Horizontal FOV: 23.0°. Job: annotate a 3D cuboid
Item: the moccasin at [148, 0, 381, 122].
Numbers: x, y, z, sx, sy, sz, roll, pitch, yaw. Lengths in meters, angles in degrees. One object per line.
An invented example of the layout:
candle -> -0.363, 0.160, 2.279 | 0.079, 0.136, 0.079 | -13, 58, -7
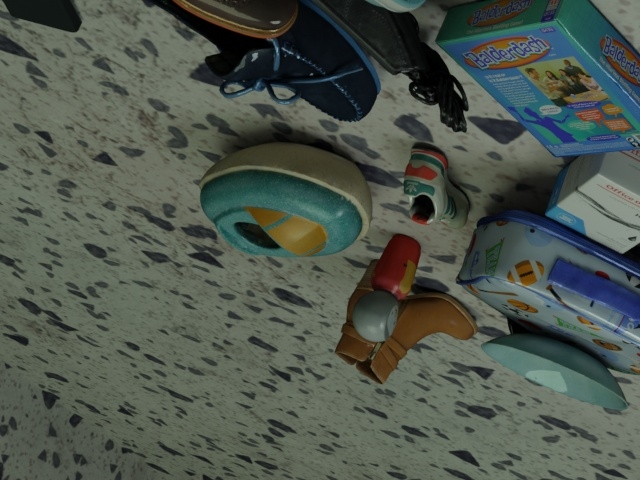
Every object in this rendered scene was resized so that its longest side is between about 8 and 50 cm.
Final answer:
moccasin -> -0.085, -0.215, 1.660 | 0.342, 0.117, 0.137 | 35, 156, -26

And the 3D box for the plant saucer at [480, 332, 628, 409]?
plant saucer -> 0.294, 0.153, 1.940 | 0.195, 0.037, 0.195 | 24, 170, 4

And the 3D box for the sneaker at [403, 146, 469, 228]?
sneaker -> 0.132, -0.044, 1.894 | 0.057, 0.075, 0.161 | 12, 155, 26

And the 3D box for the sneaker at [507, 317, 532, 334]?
sneaker -> 0.279, 0.120, 2.096 | 0.084, 0.097, 0.235 | 15, 157, 22

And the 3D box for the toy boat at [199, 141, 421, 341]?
toy boat -> 0.000, 0.000, 2.030 | 0.318, 0.148, 0.267 | 35, 155, -27

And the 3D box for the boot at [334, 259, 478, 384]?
boot -> 0.118, 0.137, 2.219 | 0.197, 0.152, 0.073 | 29, 158, -13

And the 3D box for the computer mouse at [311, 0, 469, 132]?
computer mouse -> 0.049, -0.230, 1.521 | 0.272, 0.072, 0.188 | 40, -169, -24

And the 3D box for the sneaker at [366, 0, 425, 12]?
sneaker -> -0.049, -0.316, 1.390 | 0.208, 0.127, 0.319 | -7, 134, 48

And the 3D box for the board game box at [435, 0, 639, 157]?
board game box -> 0.239, -0.162, 1.553 | 0.160, 0.047, 0.210 | -2, 147, 49

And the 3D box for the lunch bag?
lunch bag -> 0.321, 0.066, 1.859 | 0.303, 0.115, 0.243 | 25, 172, -6

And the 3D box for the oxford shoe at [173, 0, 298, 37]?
oxford shoe -> -0.124, -0.293, 1.505 | 0.271, 0.097, 0.098 | 37, 163, -16

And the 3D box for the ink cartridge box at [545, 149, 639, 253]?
ink cartridge box -> 0.327, -0.056, 1.691 | 0.104, 0.060, 0.180 | 26, 158, -6

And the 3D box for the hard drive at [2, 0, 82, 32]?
hard drive -> -0.343, -0.298, 1.852 | 0.094, 0.022, 0.135 | 16, 157, 17
